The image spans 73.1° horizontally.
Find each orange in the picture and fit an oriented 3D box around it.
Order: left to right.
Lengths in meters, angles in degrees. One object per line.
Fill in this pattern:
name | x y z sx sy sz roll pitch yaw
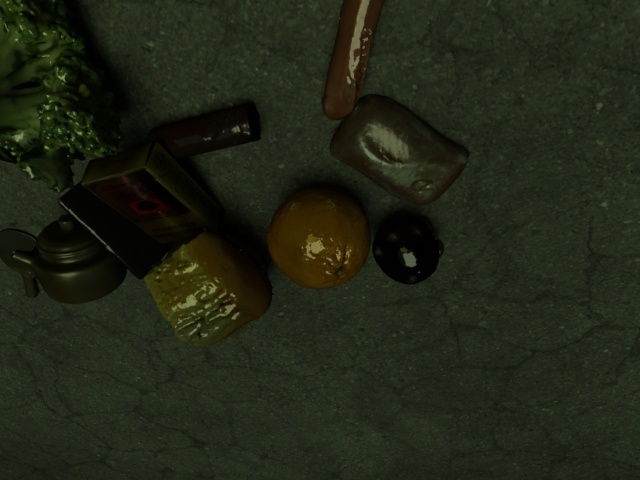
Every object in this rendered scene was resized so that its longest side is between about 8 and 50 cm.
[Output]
orange | -0.002 -0.002 0.895 0.219 0.193 0.220 -2 115 -4

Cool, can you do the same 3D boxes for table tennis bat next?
table tennis bat | -0.781 0.064 1.142 0.130 0.022 0.235 14 127 -6

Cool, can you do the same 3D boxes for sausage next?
sausage | 0.058 -0.327 0.693 0.078 0.078 0.305 14 129 -5

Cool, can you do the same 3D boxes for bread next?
bread | -0.211 0.114 0.902 0.204 0.163 0.262 -37 128 8

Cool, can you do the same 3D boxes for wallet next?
wallet | -0.441 -0.036 0.957 0.025 0.124 0.244 2 135 43

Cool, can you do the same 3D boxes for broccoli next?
broccoli | -0.501 -0.251 0.702 0.276 0.318 0.338 -13 152 11

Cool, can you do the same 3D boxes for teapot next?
teapot | -0.536 0.018 0.977 0.267 0.185 0.176 -19 135 -27

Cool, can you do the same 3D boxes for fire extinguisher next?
fire extinguisher | -0.246 -0.191 0.837 0.267 0.072 0.089 -10 123 14

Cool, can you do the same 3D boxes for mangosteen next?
mangosteen | 0.189 0.015 0.922 0.152 0.153 0.153 3 129 4

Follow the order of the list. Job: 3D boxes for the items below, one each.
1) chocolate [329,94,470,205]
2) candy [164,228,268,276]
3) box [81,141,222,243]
chocolate | 0.147 -0.154 0.817 0.261 0.083 0.161 26 125 -13
candy | -0.254 0.090 1.045 0.259 0.118 0.260 2 124 2
box | -0.332 -0.086 0.885 0.159 0.071 0.240 -8 148 18
